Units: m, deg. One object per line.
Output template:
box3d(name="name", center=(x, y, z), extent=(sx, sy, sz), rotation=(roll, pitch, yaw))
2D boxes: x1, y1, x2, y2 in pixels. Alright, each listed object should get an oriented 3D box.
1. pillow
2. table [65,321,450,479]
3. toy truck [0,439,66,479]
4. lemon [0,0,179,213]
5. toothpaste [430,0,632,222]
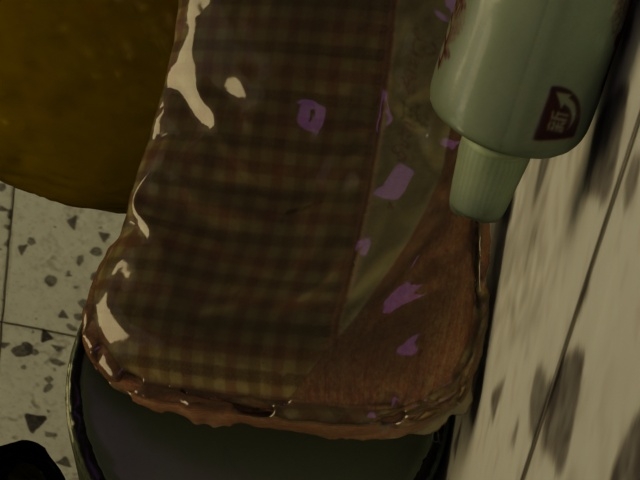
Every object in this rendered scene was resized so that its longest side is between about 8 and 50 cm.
box3d(name="pillow", center=(0.001, -0.042, 0.565), extent=(0.034, 0.135, 0.211), rotation=(50, -133, -67))
box3d(name="table", center=(-0.028, 0.086, 0.672), extent=(0.220, 0.126, 0.126), rotation=(101, 180, -69))
box3d(name="toy truck", center=(-0.149, 0.204, 0.683), extent=(0.127, 0.127, 0.257), rotation=(2, -110, -61))
box3d(name="lemon", center=(-0.082, -0.168, 0.804), extent=(0.364, 0.364, 0.364), rotation=(-169, 90, -89))
box3d(name="toothpaste", center=(0.062, -0.102, 0.358), extent=(0.060, 0.038, 0.233), rotation=(-87, 11, -58))
